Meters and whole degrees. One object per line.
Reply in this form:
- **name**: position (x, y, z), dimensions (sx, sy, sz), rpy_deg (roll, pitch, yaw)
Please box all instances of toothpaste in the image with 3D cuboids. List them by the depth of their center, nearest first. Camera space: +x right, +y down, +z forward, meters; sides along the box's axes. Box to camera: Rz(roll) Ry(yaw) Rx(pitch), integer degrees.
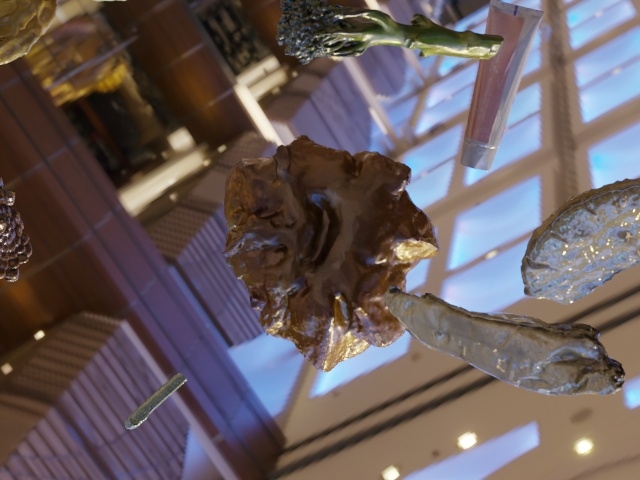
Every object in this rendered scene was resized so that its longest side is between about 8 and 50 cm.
- **toothpaste**: position (0.205, -0.180, 1.265), dimensions (0.067, 0.194, 0.043), rpy_deg (21, -162, 27)

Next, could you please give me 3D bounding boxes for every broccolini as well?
- **broccolini**: position (0.060, -0.164, 0.900), dimensions (0.216, 0.058, 0.067), rpy_deg (2, -152, -35)

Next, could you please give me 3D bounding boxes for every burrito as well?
- **burrito**: position (0.147, 0.080, 0.902), dimensions (0.058, 0.063, 0.230), rpy_deg (-26, -150, -37)

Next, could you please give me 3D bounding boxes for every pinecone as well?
- **pinecone**: position (-0.568, 0.000, 1.666), dimensions (0.212, 0.168, 0.185), rpy_deg (-7, -121, 9)

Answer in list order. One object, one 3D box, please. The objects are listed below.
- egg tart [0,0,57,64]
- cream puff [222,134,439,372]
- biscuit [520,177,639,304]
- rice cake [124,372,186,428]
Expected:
- **egg tart**: position (-0.470, -0.259, 1.209), dimensions (0.345, 0.345, 0.132), rpy_deg (-44, 157, -41)
- **cream puff**: position (0.000, 0.000, 1.188), dimensions (0.241, 0.269, 0.155), rpy_deg (-55, 167, -10)
- **biscuit**: position (0.371, -0.011, 1.393), dimensions (0.290, 0.141, 0.038), rpy_deg (-31, -150, 24)
- **rice cake**: position (-0.244, 0.238, 1.593), dimensions (0.121, 0.021, 0.022), rpy_deg (-41, 180, -40)
